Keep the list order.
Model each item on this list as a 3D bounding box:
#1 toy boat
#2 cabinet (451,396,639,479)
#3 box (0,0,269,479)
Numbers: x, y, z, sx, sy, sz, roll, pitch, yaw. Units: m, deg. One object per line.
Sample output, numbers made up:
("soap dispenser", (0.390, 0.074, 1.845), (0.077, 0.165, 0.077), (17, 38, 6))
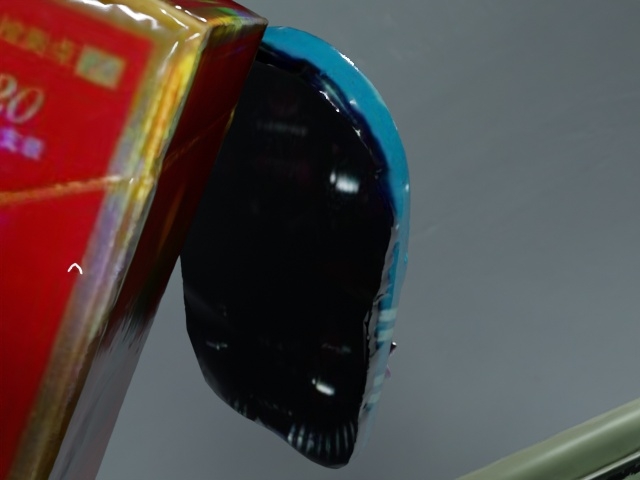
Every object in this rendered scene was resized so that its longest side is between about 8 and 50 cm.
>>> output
("toy boat", (0.000, 0.000, 0.621), (0.134, 0.298, 0.092), (33, 53, 22))
("cabinet", (0.115, 0.224, 0.471), (0.318, 0.290, 0.227), (-19, 55, -24))
("box", (-0.120, 0.047, 0.418), (0.197, 0.089, 0.313), (-75, 7, -78))
